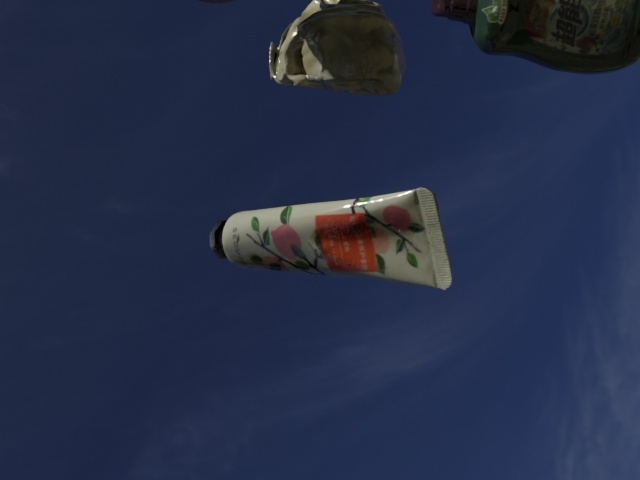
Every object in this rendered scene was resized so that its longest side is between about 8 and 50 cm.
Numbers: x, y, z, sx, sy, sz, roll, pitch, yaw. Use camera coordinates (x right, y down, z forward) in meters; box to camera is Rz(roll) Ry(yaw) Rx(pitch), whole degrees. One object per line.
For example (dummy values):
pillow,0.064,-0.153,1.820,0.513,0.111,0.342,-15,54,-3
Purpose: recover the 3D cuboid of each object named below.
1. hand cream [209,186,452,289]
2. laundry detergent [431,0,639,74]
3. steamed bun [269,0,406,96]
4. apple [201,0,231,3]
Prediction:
hand cream,0.000,0.000,0.643,0.050,0.234,0.080,-32,-67,-45
laundry detergent,0.230,-0.256,0.823,0.222,0.078,0.144,10,-74,4
steamed bun,0.029,-0.308,1.210,0.211,0.218,0.144,6,-68,10
apple,-0.135,-0.435,1.027,0.237,0.237,0.207,-45,-54,-14
